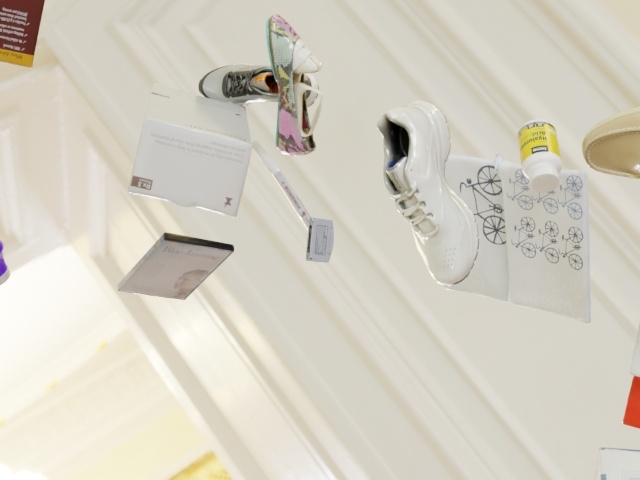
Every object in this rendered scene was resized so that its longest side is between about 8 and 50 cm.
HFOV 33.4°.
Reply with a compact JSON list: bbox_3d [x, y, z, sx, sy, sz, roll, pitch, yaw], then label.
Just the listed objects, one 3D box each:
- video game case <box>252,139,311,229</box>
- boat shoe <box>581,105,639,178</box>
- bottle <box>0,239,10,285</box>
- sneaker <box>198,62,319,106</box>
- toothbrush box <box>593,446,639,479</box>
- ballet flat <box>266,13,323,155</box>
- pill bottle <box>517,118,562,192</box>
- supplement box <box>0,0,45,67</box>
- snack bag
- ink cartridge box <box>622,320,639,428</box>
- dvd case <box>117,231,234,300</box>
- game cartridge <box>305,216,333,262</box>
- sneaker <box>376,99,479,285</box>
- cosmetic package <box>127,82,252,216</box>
[{"bbox_3d":[-0.085,-0.124,2.441,0.023,0.201,0.183,-34,-60,-3],"label":"video game case"},{"bbox_3d":[0.517,-0.129,1.542,0.098,0.302,0.109,-51,-50,-43],"label":"boat shoe"},{"bbox_3d":[-0.710,-0.029,2.136,0.118,0.092,0.283,-16,-56,1],"label":"bottle"},{"bbox_3d":[-0.144,-0.341,2.298,0.271,0.100,0.108,3,-4,22],"label":"sneaker"},{"bbox_3d":[0.400,0.431,1.339,0.126,0.216,0.296,2,-42,10],"label":"toothbrush box"},{"bbox_3d":[-0.034,-0.239,1.647,0.077,0.079,0.222,-40,-51,-62],"label":"ballet flat"},{"bbox_3d":[0.359,-0.137,1.741,0.065,0.116,0.065,0,-38,0],"label":"pill bottle"},{"bbox_3d":[-0.543,-0.400,1.705,0.191,0.129,0.194,9,-73,-25],"label":"supplement box"},{"bbox_3d":[0.365,-0.012,2.069,0.037,0.342,0.323,-34,-54,-41],"label":"snack bag"},{"bbox_3d":[0.721,0.275,2.008,0.060,0.275,0.239,-10,-69,-66],"label":"ink cartridge box"},{"bbox_3d":[-0.337,0.064,2.476,0.180,0.022,0.253,11,-37,-33],"label":"dvd case"},{"bbox_3d":[0.000,0.000,2.024,0.056,0.083,0.017,8,-3,-35],"label":"game cartridge"},{"bbox_3d":[0.151,-0.070,1.644,0.111,0.297,0.129,-22,-8,38],"label":"sneaker"},{"bbox_3d":[-0.259,-0.189,2.140,0.385,0.217,0.156,-116,40,-71],"label":"cosmetic package"}]
